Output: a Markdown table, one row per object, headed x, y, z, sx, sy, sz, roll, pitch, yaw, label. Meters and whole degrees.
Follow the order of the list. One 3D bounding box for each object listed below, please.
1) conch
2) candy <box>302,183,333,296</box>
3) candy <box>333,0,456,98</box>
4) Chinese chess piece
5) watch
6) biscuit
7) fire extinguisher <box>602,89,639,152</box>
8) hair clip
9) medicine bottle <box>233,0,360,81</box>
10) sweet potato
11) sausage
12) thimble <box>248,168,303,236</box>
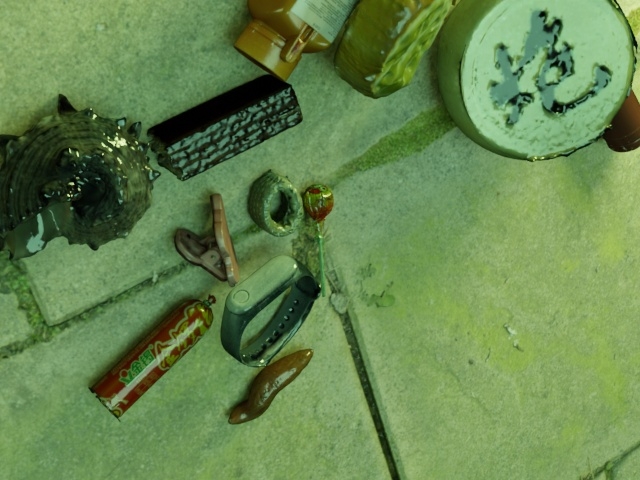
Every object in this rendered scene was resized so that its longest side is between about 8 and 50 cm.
| x | y | z | sx | sy | sz | roll | pitch | yaw | label |
| --- | --- | --- | --- | --- | --- | --- | --- | --- | --- |
| -0.384 | -0.076 | 1.681 | 0.313 | 0.186 | 0.240 | -33 | 131 | -36 | conch |
| 0.000 | 0.000 | 1.955 | 0.061 | 0.060 | 0.200 | -6 | 97 | -27 | candy |
| 0.125 | -0.350 | 1.801 | 0.118 | 0.260 | 0.260 | 34 | 91 | 8 | candy |
| 0.380 | -0.312 | 1.964 | 0.350 | 0.146 | 0.349 | -4 | 111 | -10 | Chinese chess piece |
| -0.087 | 0.122 | 1.945 | 0.206 | 0.068 | 0.193 | -42 | 149 | -21 | watch |
| -0.157 | -0.183 | 1.787 | 0.252 | 0.106 | 0.070 | -28 | 120 | -17 | biscuit |
| 0.544 | -0.290 | 2.147 | 0.105 | 0.105 | 0.269 | -45 | 125 | -6 | fire extinguisher |
| -0.164 | 0.008 | 1.866 | 0.102 | 0.123 | 0.138 | -37 | 123 | 23 | hair clip |
| -0.035 | -0.369 | 1.753 | 0.112 | 0.149 | 0.222 | 33 | 92 | -35 | medicine bottle |
| -0.093 | 0.265 | 2.042 | 0.202 | 0.058 | 0.055 | -44 | 167 | -2 | sweet potato |
| -0.276 | 0.187 | 1.895 | 0.264 | 0.083 | 0.083 | -44 | 124 | -8 | sausage |
| -0.076 | -0.064 | 1.909 | 0.085 | 0.062 | 0.109 | -10 | 115 | -29 | thimble |
